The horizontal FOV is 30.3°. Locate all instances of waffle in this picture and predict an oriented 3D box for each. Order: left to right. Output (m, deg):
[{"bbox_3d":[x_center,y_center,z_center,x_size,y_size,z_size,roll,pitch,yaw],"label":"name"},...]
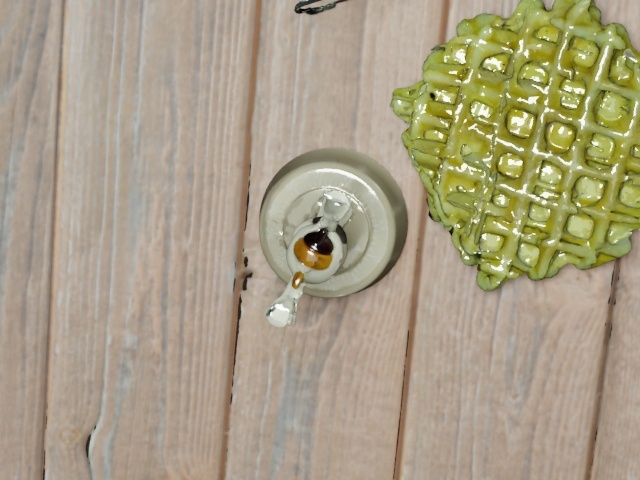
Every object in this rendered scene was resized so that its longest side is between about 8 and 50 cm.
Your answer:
[{"bbox_3d":[0.243,-0.110,1.313,0.297,0.073,0.317,-27,95,11],"label":"waffle"}]

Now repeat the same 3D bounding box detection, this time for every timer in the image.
[{"bbox_3d":[0.000,0.000,1.262,0.175,0.266,0.175,1,100,7],"label":"timer"}]

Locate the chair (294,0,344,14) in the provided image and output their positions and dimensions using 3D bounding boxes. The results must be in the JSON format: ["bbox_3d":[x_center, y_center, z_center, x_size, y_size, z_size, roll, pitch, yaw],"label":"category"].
[{"bbox_3d":[0.073,-0.332,1.262,0.221,0.145,0.140,-10,99,7],"label":"chair"}]
